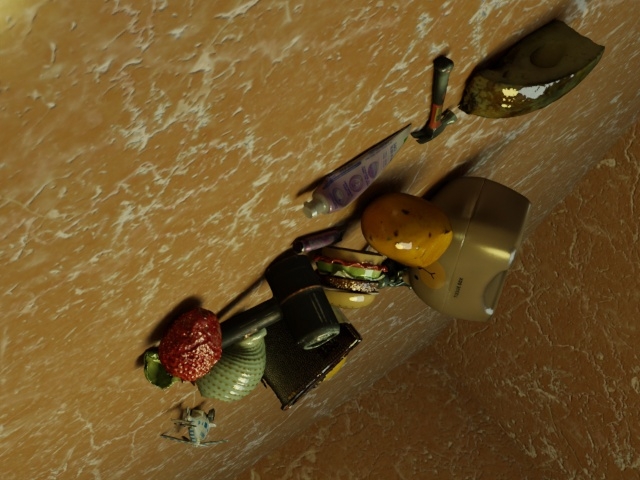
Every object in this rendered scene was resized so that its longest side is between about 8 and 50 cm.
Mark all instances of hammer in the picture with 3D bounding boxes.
[{"bbox_3d":[0.231,-0.274,1.624,0.111,0.033,0.288,-39,163,-10],"label":"hammer"}]

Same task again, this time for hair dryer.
[{"bbox_3d":[-0.145,0.192,1.780,0.352,0.189,0.107,-28,162,4],"label":"hair dryer"}]

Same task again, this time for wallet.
[{"bbox_3d":[-0.060,0.235,1.951,0.262,0.221,0.071,-44,158,12],"label":"wallet"}]

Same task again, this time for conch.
[{"bbox_3d":[-0.188,0.284,1.868,0.200,0.131,0.172,-27,-177,2],"label":"conch"},{"bbox_3d":[-0.317,0.261,1.700,0.121,0.074,0.089,31,73,-51],"label":"conch"}]

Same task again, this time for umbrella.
[{"bbox_3d":[0.238,0.094,2.463,0.143,0.094,0.348,-42,162,26],"label":"umbrella"}]

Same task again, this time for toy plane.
[{"bbox_3d":[-0.348,0.486,2.233,0.181,0.107,0.273,-2,153,22],"label":"toy plane"}]

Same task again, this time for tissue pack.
[{"bbox_3d":[0.386,0.020,2.239,0.387,0.276,0.267,96,19,-52],"label":"tissue pack"}]

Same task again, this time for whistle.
[{"bbox_3d":[0.000,0.000,1.812,0.176,0.033,0.033,-16,150,-53],"label":"whistle"}]

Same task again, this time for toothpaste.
[{"bbox_3d":[0.076,-0.132,1.623,0.301,0.048,0.075,-38,137,-31],"label":"toothpaste"}]

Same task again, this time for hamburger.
[{"bbox_3d":[0.064,0.086,1.881,0.175,0.175,0.137,3,95,-66],"label":"hamburger"}]

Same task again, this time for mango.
[{"bbox_3d":[0.183,-0.026,1.868,0.160,0.191,0.290,-59,163,13],"label":"mango"}]

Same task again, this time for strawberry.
[{"bbox_3d":[-0.245,0.200,1.631,0.148,0.131,0.131,-42,165,32],"label":"strawberry"}]

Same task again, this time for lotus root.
[{"bbox_3d":[0.452,-0.338,1.759,0.314,0.142,0.210,-36,164,-11],"label":"lotus root"}]

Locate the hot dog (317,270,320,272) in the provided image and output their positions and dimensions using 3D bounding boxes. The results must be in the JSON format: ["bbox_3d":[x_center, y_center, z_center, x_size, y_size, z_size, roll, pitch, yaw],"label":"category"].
[{"bbox_3d":[0.017,0.083,2.061,0.049,0.037,0.122,-61,162,22],"label":"hot dog"}]

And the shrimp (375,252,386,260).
[{"bbox_3d":[0.065,0.121,2.156,0.287,0.068,0.185,-34,180,-2],"label":"shrimp"}]

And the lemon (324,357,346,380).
[{"bbox_3d":[-0.024,0.290,2.227,0.186,0.187,0.244,-23,162,-46],"label":"lemon"}]
